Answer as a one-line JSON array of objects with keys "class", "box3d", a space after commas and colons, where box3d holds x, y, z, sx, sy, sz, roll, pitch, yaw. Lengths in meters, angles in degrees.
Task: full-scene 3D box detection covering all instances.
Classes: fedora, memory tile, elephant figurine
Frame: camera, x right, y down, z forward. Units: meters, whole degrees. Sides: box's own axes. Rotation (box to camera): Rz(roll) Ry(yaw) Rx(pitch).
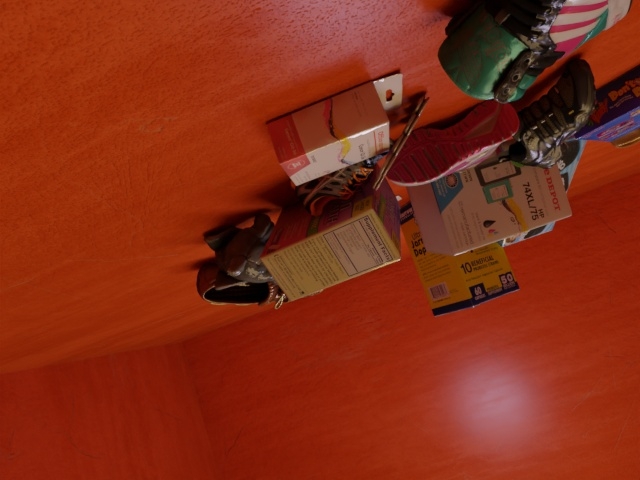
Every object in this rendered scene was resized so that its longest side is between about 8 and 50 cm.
[{"class": "fedora", "box3d": [0.868, -0.312, 1.296, 0.194, 0.079, 0.194, -18, 169, -4]}, {"class": "memory tile", "box3d": [0.127, -0.155, 0.749, 0.148, 0.012, 0.113, -59, 177, -8]}, {"class": "elephant figurine", "box3d": [-0.190, 0.041, 1.072, 0.239, 0.169, 0.186, -9, 149, 39]}]

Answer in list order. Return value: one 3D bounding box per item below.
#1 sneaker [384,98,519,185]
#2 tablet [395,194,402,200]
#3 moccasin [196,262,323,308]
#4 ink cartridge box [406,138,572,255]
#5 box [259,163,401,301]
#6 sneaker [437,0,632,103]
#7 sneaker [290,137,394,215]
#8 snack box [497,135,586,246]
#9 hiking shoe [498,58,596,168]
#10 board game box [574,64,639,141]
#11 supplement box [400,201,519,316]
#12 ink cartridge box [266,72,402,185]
[{"class": "sneaker", "box3d": [0.245, -0.167, 0.888, 0.252, 0.103, 0.111, -20, 167, 9]}, {"class": "tablet", "box3d": [0.190, -0.108, 1.328, 0.083, 0.006, 0.054, -23, 168, 18]}, {"class": "moccasin", "box3d": [-0.157, 0.126, 1.335, 0.380, 0.139, 0.147, 6, -157, -25]}, {"class": "ink cartridge box", "box3d": [0.363, -0.104, 1.046, 0.270, 0.198, 0.197, -19, -177, -4]}, {"class": "box", "box3d": [0.029, -0.020, 0.938, 0.243, 0.117, 0.213, -23, -155, 21]}, {"class": "sneaker", "box3d": [0.196, -0.233, 0.467, 0.178, 0.124, 0.295, -37, 163, 28]}, {"class": "sneaker", "box3d": [0.044, -0.118, 0.840, 0.215, 0.083, 0.084, -29, 164, 33]}, {"class": "snack box", "box3d": [0.586, -0.140, 1.265, 0.187, 0.060, 0.322, -17, 133, -15]}, {"class": "hiking shoe", "box3d": [0.408, -0.220, 0.850, 0.114, 0.086, 0.227, -1, 140, -2]}, {"class": "board game box", "box3d": [0.739, -0.332, 0.986, 0.233, 0.078, 0.347, -9, 165, -42]}, {"class": "supplement box", "box3d": [0.411, 0.025, 1.424, 0.194, 0.356, 0.195, -14, 169, -26]}, {"class": "ink cartridge box", "box3d": [0.035, -0.156, 0.675, 0.198, 0.067, 0.115, -21, 169, 6]}]
